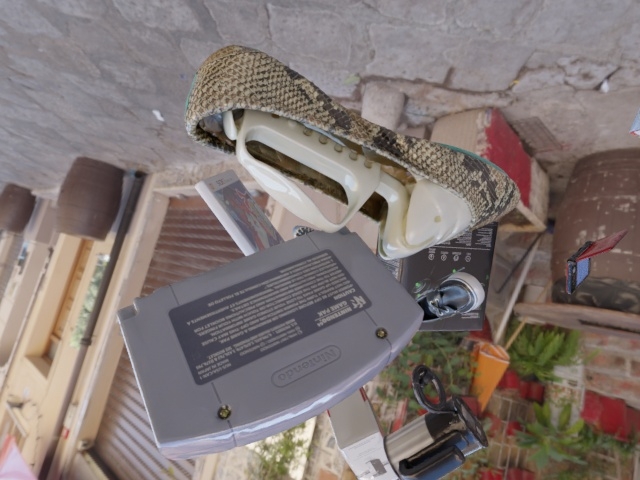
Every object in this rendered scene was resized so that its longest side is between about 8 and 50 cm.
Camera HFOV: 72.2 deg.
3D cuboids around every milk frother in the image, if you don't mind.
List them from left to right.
[{"bbox_3d":[0.149,0.276,0.656,0.143,0.135,0.129,58,-164,22],"label":"milk frother"}]

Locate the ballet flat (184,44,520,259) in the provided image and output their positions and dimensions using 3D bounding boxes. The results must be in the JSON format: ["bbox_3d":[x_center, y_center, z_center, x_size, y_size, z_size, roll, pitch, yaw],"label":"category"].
[{"bbox_3d":[0.052,-0.077,0.579,0.483,0.182,0.164,23,145,-15],"label":"ballet flat"}]

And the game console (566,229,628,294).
[{"bbox_3d":[0.614,0.048,0.973,0.144,0.124,0.085,-22,-158,-39],"label":"game console"}]

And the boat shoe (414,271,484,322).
[{"bbox_3d":[0.155,0.080,0.557,0.049,0.040,0.142,55,159,9],"label":"boat shoe"}]

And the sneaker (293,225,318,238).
[{"bbox_3d":[0.000,0.000,1.097,0.162,0.063,0.073,30,-174,-28],"label":"sneaker"}]

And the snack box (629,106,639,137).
[{"bbox_3d":[0.647,-0.218,0.720,0.207,0.174,0.070,24,180,-7],"label":"snack box"}]

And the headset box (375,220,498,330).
[{"bbox_3d":[0.262,0.079,1.038,0.246,0.283,0.131,2,-173,-20],"label":"headset box"}]

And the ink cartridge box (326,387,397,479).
[{"bbox_3d":[0.111,0.524,1.202,0.197,0.114,0.272,-115,2,-53],"label":"ink cartridge box"}]

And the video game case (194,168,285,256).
[{"bbox_3d":[-0.138,-0.039,0.829,0.201,0.023,0.183,55,-167,-10],"label":"video game case"}]

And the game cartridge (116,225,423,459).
[{"bbox_3d":[-0.048,0.097,0.482,0.297,0.198,0.062,-20,145,-22],"label":"game cartridge"}]
